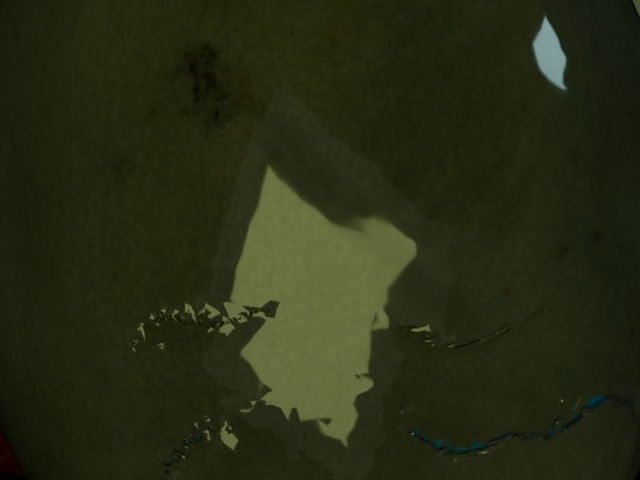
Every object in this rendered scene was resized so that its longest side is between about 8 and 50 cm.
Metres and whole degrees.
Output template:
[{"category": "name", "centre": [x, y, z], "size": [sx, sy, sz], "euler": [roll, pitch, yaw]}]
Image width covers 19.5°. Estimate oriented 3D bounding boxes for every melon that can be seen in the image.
[{"category": "melon", "centre": [0.000, 0.000, 0.693], "size": [0.268, 0.268, 0.330], "euler": [-9, 88, 6]}]

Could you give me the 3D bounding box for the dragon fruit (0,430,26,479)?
[{"category": "dragon fruit", "centre": [-0.220, 0.182, 0.849], "size": [0.329, 0.228, 0.286], "euler": [-24, 134, -10]}]

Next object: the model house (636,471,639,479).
[{"category": "model house", "centre": [0.169, 0.130, 0.799], "size": [0.194, 0.170, 0.211], "euler": [-17, 73, 15]}]
